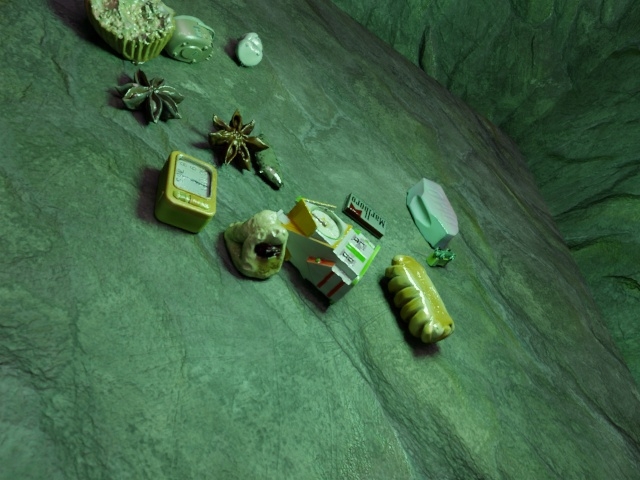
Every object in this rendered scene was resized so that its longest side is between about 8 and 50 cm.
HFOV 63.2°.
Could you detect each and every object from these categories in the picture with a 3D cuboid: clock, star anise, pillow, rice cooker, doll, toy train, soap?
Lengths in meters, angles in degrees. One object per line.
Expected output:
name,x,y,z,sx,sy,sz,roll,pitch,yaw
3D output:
clock,0.000,0.000,1.543,0.309,0.166,0.235,42,34,-1
star anise,-0.497,-0.422,1.553,0.197,0.073,0.212,33,38,-11
pillow,-0.185,-0.273,1.739,0.093,0.051,0.241,8,51,-42
rice cooker,-0.465,-0.701,1.820,0.206,0.145,0.127,-2,68,-52
clock,-0.353,-0.130,1.378,0.144,0.096,0.202,19,41,-28
doll,-0.290,-0.780,2.115,0.110,0.107,0.180,36,35,-27
toy train,0.475,0.068,2.042,0.122,0.081,0.050,8,40,-43
star anise,-0.269,-0.313,1.644,0.196,0.111,0.212,34,43,-6
soap,0.482,-0.113,2.218,0.193,0.109,0.323,15,45,-36

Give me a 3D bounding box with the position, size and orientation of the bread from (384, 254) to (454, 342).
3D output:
bread,0.313,0.191,1.707,0.173,0.121,0.311,10,47,-45

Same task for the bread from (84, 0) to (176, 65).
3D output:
bread,-0.605,-0.699,1.647,0.274,0.149,0.273,16,53,-23

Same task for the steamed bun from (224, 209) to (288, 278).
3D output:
steamed bun,-0.156,-0.005,1.395,0.141,0.155,0.172,3,51,-43

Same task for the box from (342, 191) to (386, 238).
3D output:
box,0.168,-0.093,1.931,0.178,0.036,0.115,37,35,-12
